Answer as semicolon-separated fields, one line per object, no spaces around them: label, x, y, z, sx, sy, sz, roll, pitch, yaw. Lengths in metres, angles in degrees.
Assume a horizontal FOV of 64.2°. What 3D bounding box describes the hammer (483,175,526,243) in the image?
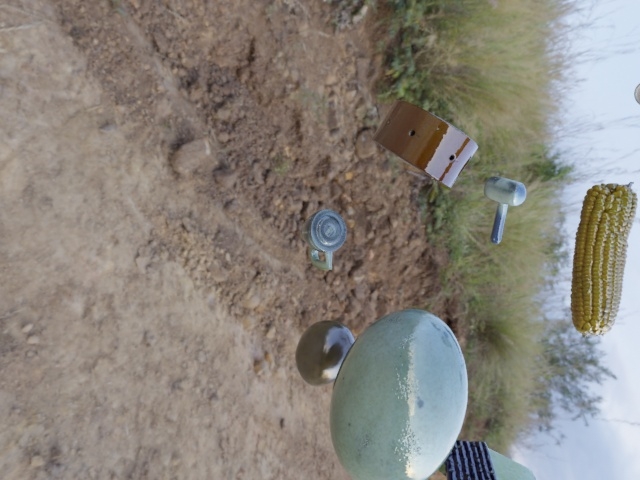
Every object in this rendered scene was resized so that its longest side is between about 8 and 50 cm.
hammer;0.511;-0.081;1.450;0.116;0.069;0.194;28;-56;45

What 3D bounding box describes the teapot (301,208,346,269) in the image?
teapot;-0.007;-0.005;1.132;0.091;0.092;0.124;-5;-119;61

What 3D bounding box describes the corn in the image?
corn;0.549;0.037;1.003;0.102;0.102;0.313;41;61;-77

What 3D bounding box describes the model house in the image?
model house;0.308;0.523;1.004;0.211;0.170;0.194;32;26;-10

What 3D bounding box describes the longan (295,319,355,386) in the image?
longan;0.008;0.181;0.815;0.113;0.092;0.113;-56;164;-25

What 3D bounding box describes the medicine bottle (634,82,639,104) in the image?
medicine bottle;0.512;-0.235;0.762;0.052;0.089;0.052;39;-30;28

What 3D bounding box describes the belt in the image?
belt;0.238;-0.226;1.176;0.217;0.122;0.339;30;12;-6

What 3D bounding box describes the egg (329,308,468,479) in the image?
egg;0.100;0.204;0.660;0.169;0.169;0.236;36;74;-78
